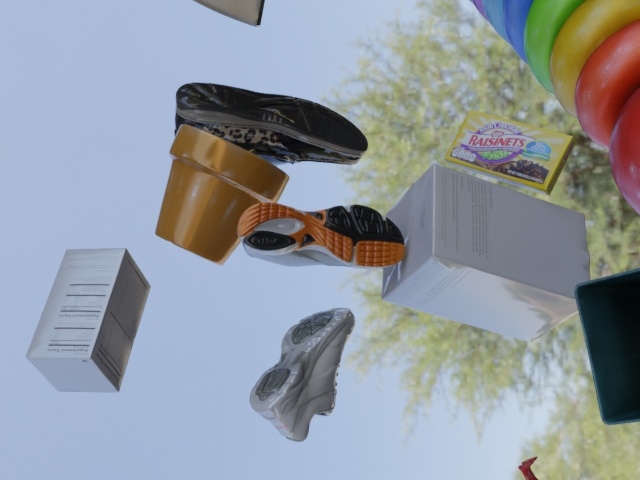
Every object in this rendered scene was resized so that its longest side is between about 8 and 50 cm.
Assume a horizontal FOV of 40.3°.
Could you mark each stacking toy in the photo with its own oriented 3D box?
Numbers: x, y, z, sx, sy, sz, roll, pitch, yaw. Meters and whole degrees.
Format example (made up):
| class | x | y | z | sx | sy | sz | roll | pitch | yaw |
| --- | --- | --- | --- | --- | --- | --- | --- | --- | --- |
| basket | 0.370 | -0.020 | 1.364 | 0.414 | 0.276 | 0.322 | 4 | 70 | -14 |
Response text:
| class | x | y | z | sx | sy | sz | roll | pitch | yaw |
| --- | --- | --- | --- | --- | --- | --- | --- | --- | --- |
| stacking toy | 0.187 | -0.132 | 0.547 | 0.330 | 0.141 | 0.141 | -104 | -9 | -47 |

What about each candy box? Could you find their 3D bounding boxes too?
| class | x | y | z | sx | sy | sz | roll | pitch | yaw |
| --- | --- | --- | --- | --- | --- | --- | --- | --- | --- |
| candy box | 0.319 | -0.153 | 1.484 | 0.027 | 0.205 | 0.105 | 40 | -104 | -50 |

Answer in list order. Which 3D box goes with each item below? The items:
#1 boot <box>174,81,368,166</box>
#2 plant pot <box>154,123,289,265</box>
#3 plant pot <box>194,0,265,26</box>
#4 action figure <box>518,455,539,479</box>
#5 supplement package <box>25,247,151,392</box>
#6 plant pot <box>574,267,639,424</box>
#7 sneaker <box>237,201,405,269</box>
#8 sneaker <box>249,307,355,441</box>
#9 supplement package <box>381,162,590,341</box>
| class | x | y | z | sx | sy | sz | roll | pitch | yaw |
| --- | --- | --- | --- | --- | --- | --- | --- | --- | --- |
| boot | -0.120 | -0.141 | 1.725 | 0.138 | 0.377 | 0.284 | -99 | 23 | -52 |
| plant pot | -0.183 | -0.067 | 1.479 | 0.188 | 0.205 | 0.205 | -65 | -25 | -2 |
| plant pot | -0.121 | -0.354 | 1.184 | 0.109 | 0.096 | 0.109 | -95 | 17 | -76 |
| action figure | 0.258 | 0.298 | 0.967 | 0.115 | 0.030 | 0.038 | 67 | -164 | 10 |
| supplement package | -0.435 | 0.151 | 1.661 | 0.139 | 0.133 | 0.244 | 70 | -157 | -49 |
| plant pot | 0.452 | 0.110 | 1.021 | 0.234 | 0.165 | 0.166 | -1 | -104 | -36 |
| sneaker | 0.000 | 0.000 | 1.374 | 0.121 | 0.262 | 0.099 | 114 | 165 | -72 |
| sneaker | -0.011 | 0.194 | 1.261 | 0.232 | 0.090 | 0.115 | -50 | -60 | -38 |
| supplement package | 0.269 | 0.028 | 1.430 | 0.175 | 0.292 | 0.178 | 130 | 151 | -53 |
